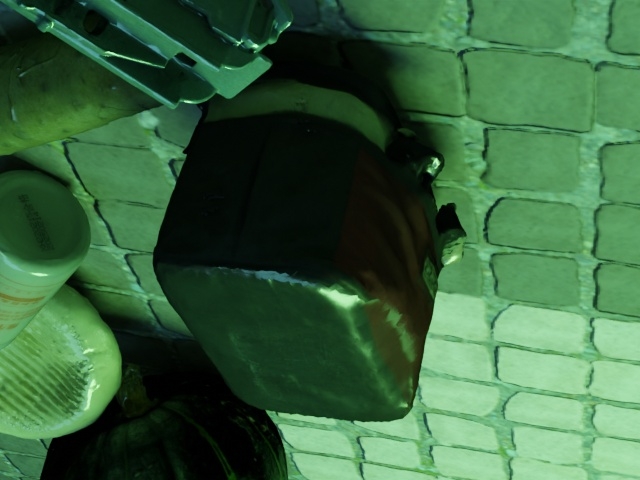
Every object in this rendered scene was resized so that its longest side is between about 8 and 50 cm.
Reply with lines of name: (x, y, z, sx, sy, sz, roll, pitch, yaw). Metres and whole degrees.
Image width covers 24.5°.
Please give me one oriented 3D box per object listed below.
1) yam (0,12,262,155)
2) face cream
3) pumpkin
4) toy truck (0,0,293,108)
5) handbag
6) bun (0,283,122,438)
yam: (-0.193, -0.106, 1.022, 0.371, 0.083, 0.083, -8, 144, 37)
face cream: (-0.292, 0.044, 1.263, 0.101, 0.101, 0.251, 27, 137, -20)
pumpkin: (-0.158, 0.221, 1.446, 0.250, 0.250, 0.216, -8, 108, 36)
toy truck: (-0.152, -0.212, 0.701, 0.338, 0.184, 0.133, 31, 147, -27)
handbag: (0.000, 0.000, 1.010, 0.181, 0.181, 0.254, 3, 152, 20)
bun: (-0.268, 0.096, 1.394, 0.183, 0.102, 0.183, 7, 115, 14)
